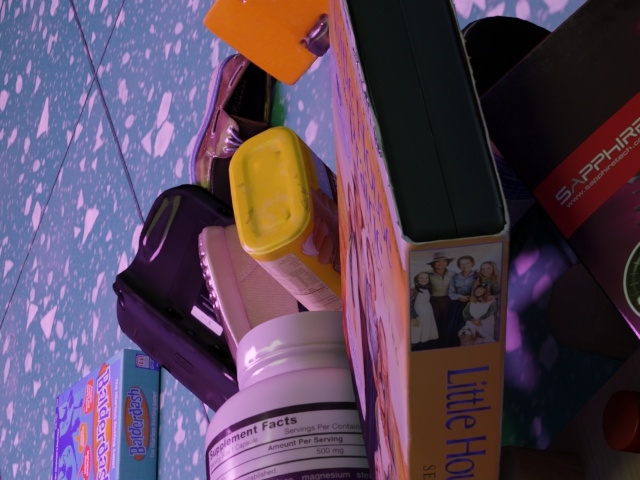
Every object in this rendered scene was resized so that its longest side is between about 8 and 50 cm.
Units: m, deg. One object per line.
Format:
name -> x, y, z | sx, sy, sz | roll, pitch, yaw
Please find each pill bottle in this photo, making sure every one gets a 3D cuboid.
pill bottle -> 0.007, 0.223, 1.461 | 0.181, 0.181, 0.323 | -47, 40, 49
pill bottle -> 0.102, -0.053, 1.437 | 0.219, 0.123, 0.122 | -53, 36, 45

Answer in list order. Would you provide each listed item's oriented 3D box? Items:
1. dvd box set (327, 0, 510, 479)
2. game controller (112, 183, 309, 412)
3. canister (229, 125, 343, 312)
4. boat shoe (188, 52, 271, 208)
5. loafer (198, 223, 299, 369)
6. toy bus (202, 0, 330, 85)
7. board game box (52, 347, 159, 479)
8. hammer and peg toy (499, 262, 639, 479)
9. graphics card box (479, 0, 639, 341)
dvd box set -> 0.056, 0.029, 1.214 | 0.420, 0.062, 0.307 | 87, 174, -49
game controller -> -0.089, 0.064, 1.817 | 0.319, 0.067, 0.166 | 34, 98, 48
canister -> 0.000, 0.000, 1.564 | 0.073, 0.170, 0.126 | -25, 51, 18
boat shoe -> -0.085, -0.103, 1.920 | 0.066, 0.066, 0.183 | -23, 60, 60
loafer -> -0.026, 0.106, 1.638 | 0.102, 0.092, 0.268 | 126, 125, -86
toy bus -> 0.018, -0.267, 1.681 | 0.332, 0.108, 0.130 | -47, 9, 50
board game box -> -0.238, 0.224, 2.140 | 0.210, 0.047, 0.160 | -35, 49, 55
hammer and peg toy -> 0.209, 0.120, 1.133 | 0.266, 0.127, 0.361 | -54, 35, 43
graphics card box -> 0.253, -0.020, 0.979 | 0.233, 0.094, 0.371 | -41, 47, 12
